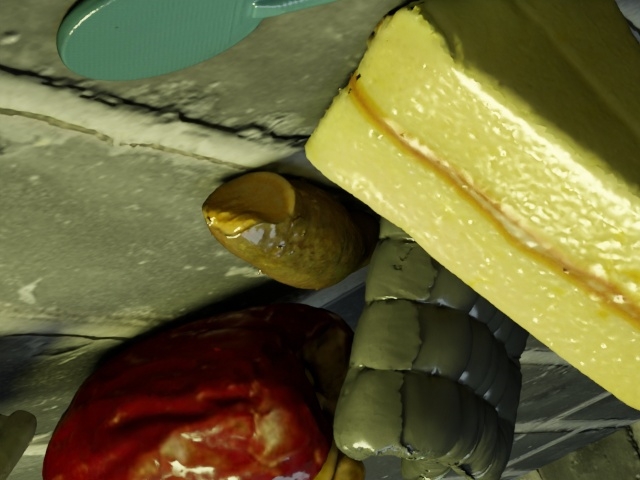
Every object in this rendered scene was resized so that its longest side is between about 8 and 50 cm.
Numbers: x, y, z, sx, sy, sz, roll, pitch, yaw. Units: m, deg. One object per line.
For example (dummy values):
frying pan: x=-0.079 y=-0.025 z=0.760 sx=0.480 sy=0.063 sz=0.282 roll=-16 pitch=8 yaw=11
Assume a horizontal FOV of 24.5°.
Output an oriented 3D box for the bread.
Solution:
bread: x=0.133 y=-0.013 z=0.886 sx=0.163 sy=0.264 sz=0.167 roll=-13 pitch=154 yaw=-31

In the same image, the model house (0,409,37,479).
model house: x=-0.334 y=0.187 z=1.075 sx=0.188 sy=0.122 sz=0.229 roll=27 pitch=118 yaw=-18

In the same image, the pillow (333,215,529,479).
pillow: x=0.102 y=0.082 z=1.181 sx=0.101 sy=0.228 sz=0.326 roll=9 pitch=170 yaw=16

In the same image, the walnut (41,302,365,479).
walnut: x=-0.079 y=0.184 z=1.221 sx=0.269 sy=0.244 sz=0.222 roll=-30 pitch=159 yaw=21

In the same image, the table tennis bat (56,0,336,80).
table tennis bat: x=-0.059 y=-0.116 z=0.754 sx=0.155 sy=0.019 sz=0.100 roll=-16 pitch=161 yaw=-14

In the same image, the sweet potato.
sweet potato: x=0.000 y=0.000 z=1.067 sx=0.077 sy=0.077 sz=0.244 roll=-29 pitch=159 yaw=20
